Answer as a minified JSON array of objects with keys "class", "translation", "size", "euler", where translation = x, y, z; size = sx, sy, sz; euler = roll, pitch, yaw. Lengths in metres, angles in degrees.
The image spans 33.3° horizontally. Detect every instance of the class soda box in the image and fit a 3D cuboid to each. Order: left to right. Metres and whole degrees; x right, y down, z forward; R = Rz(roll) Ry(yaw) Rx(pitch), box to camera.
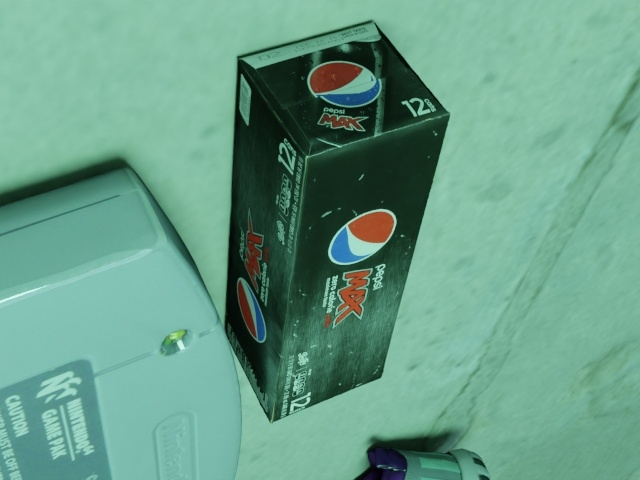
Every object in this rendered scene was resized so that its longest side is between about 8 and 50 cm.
[{"class":"soda box","translation":[0.000,0.000,0.424],"size":[0.060,0.053,0.169],"euler":[-19,146,-22]}]

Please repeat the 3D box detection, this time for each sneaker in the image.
[{"class":"sneaker","translation":[0.017,0.212,0.722],"size":[0.098,0.083,0.223],"euler":[19,120,-27]}]

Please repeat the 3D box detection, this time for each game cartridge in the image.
[{"class":"game cartridge","translation":[-0.129,0.096,0.444],"size":[0.196,0.060,0.294],"euler":[-16,145,-18]}]
